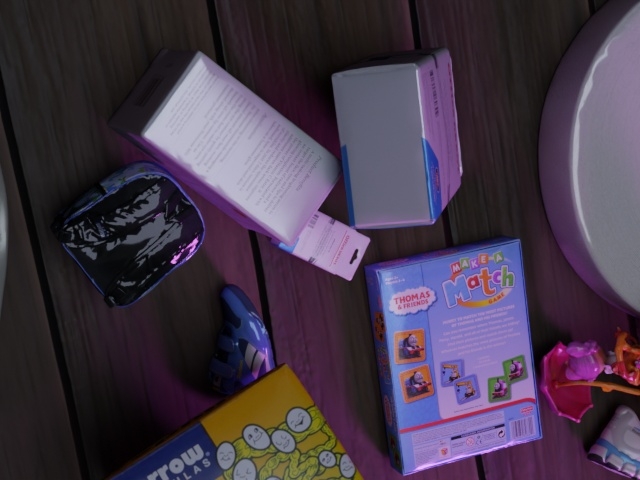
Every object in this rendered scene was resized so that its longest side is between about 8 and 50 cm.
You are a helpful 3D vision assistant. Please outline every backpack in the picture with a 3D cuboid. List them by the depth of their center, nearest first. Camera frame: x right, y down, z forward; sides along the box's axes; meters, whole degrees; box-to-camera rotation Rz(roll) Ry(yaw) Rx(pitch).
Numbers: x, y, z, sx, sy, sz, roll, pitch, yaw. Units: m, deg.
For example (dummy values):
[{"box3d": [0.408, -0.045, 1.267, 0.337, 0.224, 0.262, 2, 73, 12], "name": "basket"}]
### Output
[{"box3d": [-0.169, -0.014, 1.302, 0.114, 0.084, 0.105, -36, 113, -3], "name": "backpack"}]

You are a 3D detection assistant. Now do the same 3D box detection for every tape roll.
[{"box3d": [0.412, -0.096, 1.524, 0.392, 0.072, 0.392, -3, 100, -20], "name": "tape roll"}]

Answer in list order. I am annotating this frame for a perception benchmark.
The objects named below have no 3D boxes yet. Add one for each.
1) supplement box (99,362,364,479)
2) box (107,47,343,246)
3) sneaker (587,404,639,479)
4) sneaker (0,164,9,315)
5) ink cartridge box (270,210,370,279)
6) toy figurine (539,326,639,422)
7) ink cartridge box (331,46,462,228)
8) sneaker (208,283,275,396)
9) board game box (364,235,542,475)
[{"box3d": [-0.019, 0.306, 1.246, 0.194, 0.195, 0.356, -33, 87, -9], "name": "supplement box"}, {"box3d": [-0.085, -0.085, 1.301, 0.170, 0.130, 0.091, 37, 84, -22], "name": "box"}, {"box3d": [0.381, 0.234, 1.563, 0.191, 0.071, 0.083, 28, 82, -23], "name": "sneaker"}, {"box3d": [-0.333, 0.022, 1.247, 0.118, 0.083, 0.222, 3, 98, -21], "name": "sneaker"}, {"box3d": [0.000, 0.000, 1.401, 0.083, 0.028, 0.048, 27, 88, -22], "name": "ink cartridge box"}, {"box3d": [0.301, 0.136, 1.473, 0.159, 0.173, 0.130, 4, 53, 10], "name": "toy figurine"}, {"box3d": [0.074, -0.097, 1.325, 0.082, 0.190, 0.139, -5, 101, 12], "name": "ink cartridge box"}, {"box3d": [-0.077, 0.113, 1.376, 0.059, 0.053, 0.144, -16, 102, -16], "name": "sneaker"}, {"box3d": [0.135, 0.114, 1.465, 0.160, 0.039, 0.211, -11, 102, -19], "name": "board game box"}]
